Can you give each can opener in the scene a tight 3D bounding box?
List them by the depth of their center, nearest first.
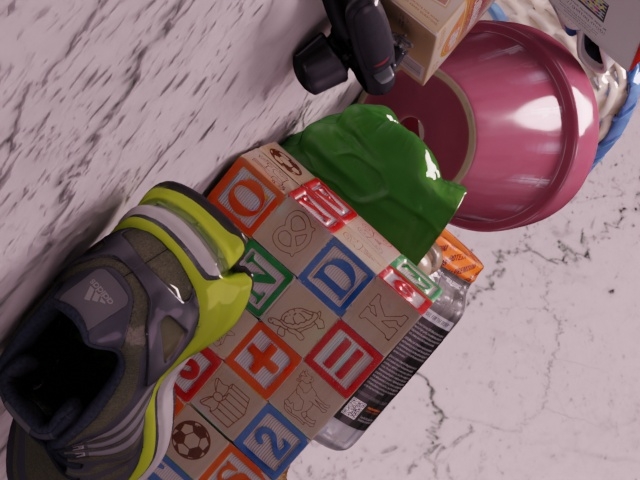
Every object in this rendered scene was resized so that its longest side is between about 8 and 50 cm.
[{"bbox_3d":[0.024,-0.127,1.107,0.073,0.059,0.186,-43,174,-7],"label":"can opener"}]

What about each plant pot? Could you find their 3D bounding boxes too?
[{"bbox_3d":[0.128,-0.101,1.606,0.201,0.201,0.180,-52,159,26],"label":"plant pot"}]

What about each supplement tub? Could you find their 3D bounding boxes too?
[{"bbox_3d":[0.064,0.114,2.502,0.338,0.207,0.207,-50,175,8],"label":"supplement tub"}]

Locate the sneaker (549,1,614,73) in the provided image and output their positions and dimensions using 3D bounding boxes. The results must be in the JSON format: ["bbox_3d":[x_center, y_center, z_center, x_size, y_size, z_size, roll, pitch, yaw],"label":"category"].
[{"bbox_3d":[0.296,-0.273,1.653,0.323,0.130,0.236,-4,115,-66],"label":"sneaker"}]

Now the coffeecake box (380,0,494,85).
[{"bbox_3d":[0.109,-0.210,1.205,0.185,0.068,0.142,-50,174,-6],"label":"coffeecake box"}]

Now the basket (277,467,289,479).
[{"bbox_3d":[-0.153,0.247,2.241,0.299,0.223,0.213,6,91,-84],"label":"basket"}]

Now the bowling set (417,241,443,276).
[{"bbox_3d":[0.009,0.029,1.632,0.200,0.154,0.287,-51,175,14],"label":"bowling set"}]

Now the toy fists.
[{"bbox_3d":[0.000,0.000,1.431,0.279,0.142,0.096,-54,-177,42],"label":"toy fists"}]

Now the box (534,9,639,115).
[{"bbox_3d":[0.312,-0.238,2.062,0.114,0.103,0.203,-49,-146,-1],"label":"box"}]

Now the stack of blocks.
[{"bbox_3d":[-0.073,0.095,1.299,0.297,0.171,0.087,-50,175,17],"label":"stack of blocks"}]

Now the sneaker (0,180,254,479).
[{"bbox_3d":[-0.149,0.087,1.061,0.121,0.111,0.300,-32,159,-41],"label":"sneaker"}]

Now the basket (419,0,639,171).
[{"bbox_3d":[0.237,-0.158,1.827,0.289,0.201,0.255,-6,145,-41],"label":"basket"}]

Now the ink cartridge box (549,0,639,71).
[{"bbox_3d":[0.318,-0.320,1.350,0.309,0.130,0.272,-42,165,-14],"label":"ink cartridge box"}]
